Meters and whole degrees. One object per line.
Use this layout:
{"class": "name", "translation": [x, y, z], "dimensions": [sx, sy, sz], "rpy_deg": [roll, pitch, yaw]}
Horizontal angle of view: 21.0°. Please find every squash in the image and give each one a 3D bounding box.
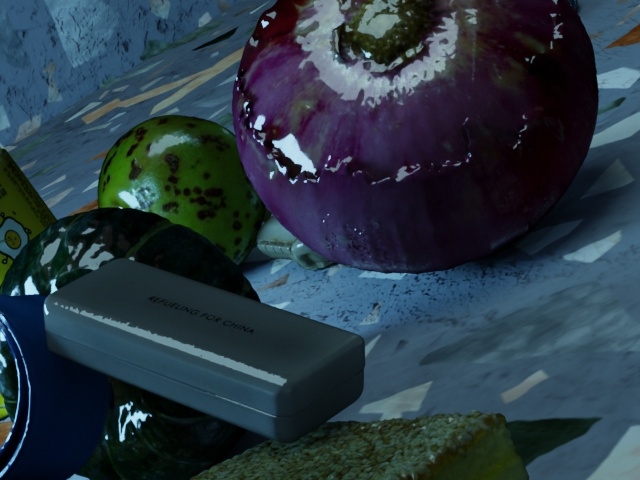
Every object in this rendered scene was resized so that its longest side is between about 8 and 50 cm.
{"class": "squash", "translation": [-0.164, 0.093, 1.496], "dimensions": [0.252, 0.252, 0.165], "rpy_deg": [-17, 25, 32]}

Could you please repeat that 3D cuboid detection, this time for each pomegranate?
{"class": "pomegranate", "translation": [-0.147, -0.049, 2.028], "dimensions": [0.211, 0.211, 0.263], "rpy_deg": [-12, 2, 43]}

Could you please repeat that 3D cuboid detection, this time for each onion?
{"class": "onion", "translation": [0.100, -0.115, 1.699], "dimensions": [0.358, 0.345, 0.358], "rpy_deg": [-16, 31, 10]}

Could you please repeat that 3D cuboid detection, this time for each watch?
{"class": "watch", "translation": [-0.259, 0.141, 1.366], "dimensions": [0.196, 0.200, 0.171], "rpy_deg": [8, 0, 23]}

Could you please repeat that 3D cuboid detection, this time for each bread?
{"class": "bread", "translation": [0.005, 0.199, 1.159], "dimensions": [0.184, 0.110, 0.234], "rpy_deg": [-29, 12, -38]}

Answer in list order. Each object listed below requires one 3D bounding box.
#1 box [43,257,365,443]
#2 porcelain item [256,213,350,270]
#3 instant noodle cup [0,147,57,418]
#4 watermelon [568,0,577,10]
{"class": "box", "translation": [-0.089, 0.077, 1.278], "dimensions": [0.244, 0.055, 0.103], "rpy_deg": [17, 31, 34]}
{"class": "porcelain item", "translation": [0.000, 0.000, 1.877], "dimensions": [0.084, 0.054, 0.213], "rpy_deg": [-34, 17, -16]}
{"class": "instant noodle cup", "translation": [-0.423, 0.052, 2.031], "dimensions": [0.326, 0.254, 0.325], "rpy_deg": [-24, 16, 7]}
{"class": "watermelon", "translation": [0.235, -0.356, 2.399], "dimensions": [0.188, 0.175, 0.322], "rpy_deg": [-17, 20, 34]}
